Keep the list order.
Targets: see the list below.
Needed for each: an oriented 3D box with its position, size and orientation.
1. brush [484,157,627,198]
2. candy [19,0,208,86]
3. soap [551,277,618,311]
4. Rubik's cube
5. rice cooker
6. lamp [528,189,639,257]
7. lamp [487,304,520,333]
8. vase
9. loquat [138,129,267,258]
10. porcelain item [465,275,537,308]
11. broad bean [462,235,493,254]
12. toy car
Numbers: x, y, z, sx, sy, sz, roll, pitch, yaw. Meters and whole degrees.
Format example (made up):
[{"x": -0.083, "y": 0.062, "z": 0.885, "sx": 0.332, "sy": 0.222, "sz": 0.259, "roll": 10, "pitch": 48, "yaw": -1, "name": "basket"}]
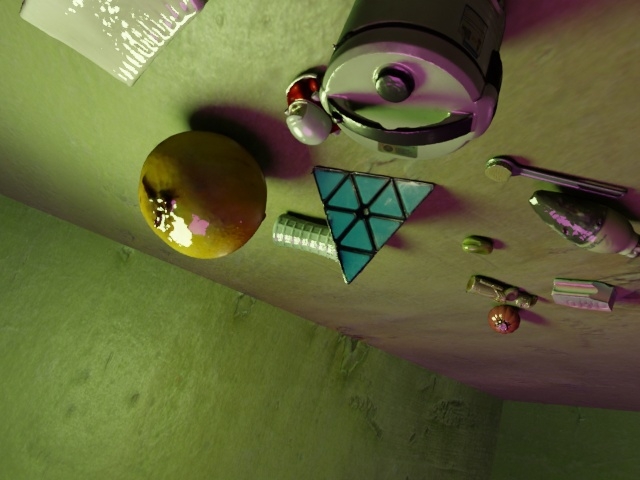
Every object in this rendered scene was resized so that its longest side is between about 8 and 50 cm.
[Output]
[{"x": 0.458, "y": -0.116, "z": 0.903, "sx": 0.266, "sy": 0.027, "sz": 0.062, "roll": 15, "pitch": 159, "yaw": 12, "name": "brush"}, {"x": -0.315, "y": -0.402, "z": 0.722, "sx": 0.208, "sy": 0.145, "sz": 0.358, "roll": 32, "pitch": 157, "yaw": -32, "name": "candy"}, {"x": 0.735, "y": 0.153, "z": 1.281, "sx": 0.149, "sy": 0.056, "sz": 0.100, "roll": 3, "pitch": 156, "yaw": 38, "name": "soap"}, {"x": 0.121, "y": -0.060, "z": 1.176, "sx": 0.228, "sy": 0.233, "sz": 0.229, "roll": -128, "pitch": 31, "yaw": -53, "name": "Rubik's cube"}, {"x": 0.127, "y": -0.231, "z": 0.616, "sx": 0.225, "sy": 0.244, "sz": 0.226, "roll": 17, "pitch": 155, "yaw": 8, "name": "rice cooker"}, {"x": 0.537, "y": -0.036, "z": 0.930, "sx": 0.250, "sy": 0.101, "sz": 0.101, "roll": 27, "pitch": 159, "yaw": 2, "name": "lamp"}, {"x": 0.642, "y": 0.276, "z": 1.612, "sx": 0.107, "sy": 0.092, "sz": 0.108, "roll": 13, "pitch": 123, "yaw": 20, "name": "lamp"}, {"x": 0.000, "y": 0.000, "z": 1.450, "sx": 0.298, "sy": 0.143, "sz": 0.143, "roll": 14, "pitch": 158, "yaw": 22, "name": "vase"}, {"x": -0.281, "y": -0.121, "z": 1.196, "sx": 0.328, "sy": 0.329, "sz": 0.359, "roll": 6, "pitch": -161, "yaw": 32, "name": "loquat"}, {"x": 0.578, "y": 0.170, "z": 1.466, "sx": 0.213, "sy": 0.054, "sz": 0.084, "roll": 18, "pitch": 161, "yaw": 3, "name": "porcelain item"}, {"x": 0.424, "y": 0.016, "z": 1.239, "sx": 0.083, "sy": 0.045, "sz": 0.063, "roll": 15, "pitch": 161, "yaw": -9, "name": "broad bean"}, {"x": -0.010, "y": -0.238, "z": 0.897, "sx": 0.139, "sy": 0.112, "sz": 0.112, "roll": 33, "pitch": 155, "yaw": -30, "name": "toy car"}]
